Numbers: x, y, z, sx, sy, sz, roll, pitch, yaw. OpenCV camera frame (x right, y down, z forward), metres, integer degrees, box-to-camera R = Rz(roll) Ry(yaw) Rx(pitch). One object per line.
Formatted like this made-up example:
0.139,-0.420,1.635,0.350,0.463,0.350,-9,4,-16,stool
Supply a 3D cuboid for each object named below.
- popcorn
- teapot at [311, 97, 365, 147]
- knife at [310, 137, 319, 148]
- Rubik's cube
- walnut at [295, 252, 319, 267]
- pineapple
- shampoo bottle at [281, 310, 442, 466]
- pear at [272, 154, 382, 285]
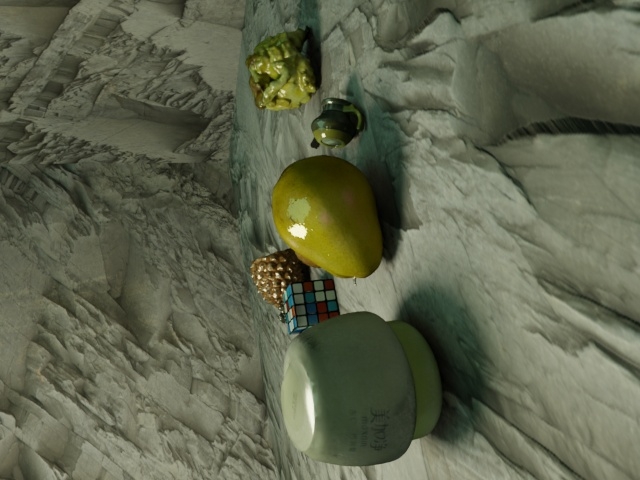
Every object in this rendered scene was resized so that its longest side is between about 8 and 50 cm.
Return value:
-0.137,-0.584,1.558,0.293,0.237,0.293,174,90,-75,popcorn
0.054,-0.332,1.258,0.165,0.130,0.119,4,81,39,teapot
0.010,-0.395,1.500,0.230,0.028,0.060,127,148,-60,knife
-0.035,0.232,1.547,0.151,0.155,0.154,127,137,-62,Rubik's cube
0.000,0.000,1.392,0.207,0.167,0.167,124,138,-63,walnut
-0.134,0.218,1.804,0.357,0.222,0.223,67,159,4,pineapple
0.077,0.321,0.987,0.322,0.317,0.323,177,90,-74,shampoo bottle
0.021,-0.054,1.150,0.285,0.284,0.336,112,143,-52,pear
